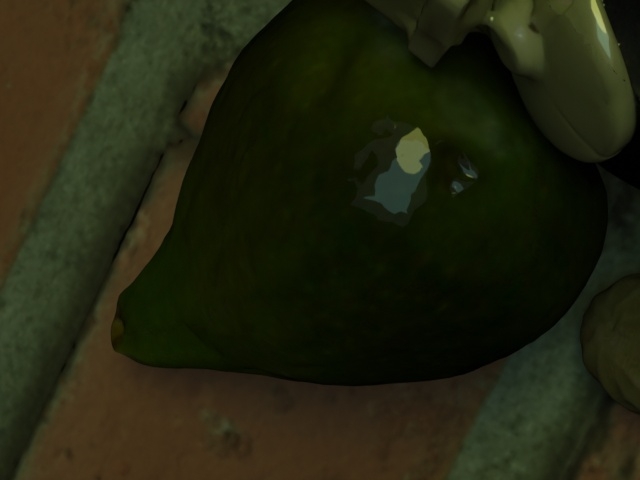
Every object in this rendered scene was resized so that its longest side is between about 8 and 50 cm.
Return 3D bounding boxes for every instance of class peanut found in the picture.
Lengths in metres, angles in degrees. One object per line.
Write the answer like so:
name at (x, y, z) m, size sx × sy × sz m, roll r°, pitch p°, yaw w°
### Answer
peanut at (0.219, 0.071, 0.580) m, size 0.187 × 0.082 × 0.082 m, roll 21°, pitch 95°, yaw 12°

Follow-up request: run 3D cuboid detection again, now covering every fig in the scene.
fig at (0.000, 0.000, 0.592) m, size 0.275 × 0.206 × 0.206 m, roll -36°, pitch 83°, yaw 25°

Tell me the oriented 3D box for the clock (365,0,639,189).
clock at (0.187, -0.200, 0.468) m, size 0.276 × 0.120 × 0.379 m, roll 35°, pitch 77°, yaw 1°
